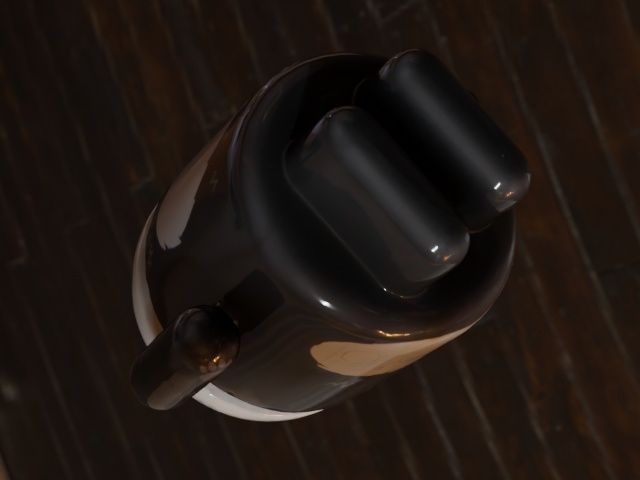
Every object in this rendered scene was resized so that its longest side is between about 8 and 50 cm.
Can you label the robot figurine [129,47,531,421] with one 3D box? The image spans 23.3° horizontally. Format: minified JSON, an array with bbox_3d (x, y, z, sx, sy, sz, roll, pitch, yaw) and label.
[{"bbox_3d":[-0.003,-0.001,0.876,0.278,0.209,0.174,-39,54,57],"label":"robot figurine"}]
